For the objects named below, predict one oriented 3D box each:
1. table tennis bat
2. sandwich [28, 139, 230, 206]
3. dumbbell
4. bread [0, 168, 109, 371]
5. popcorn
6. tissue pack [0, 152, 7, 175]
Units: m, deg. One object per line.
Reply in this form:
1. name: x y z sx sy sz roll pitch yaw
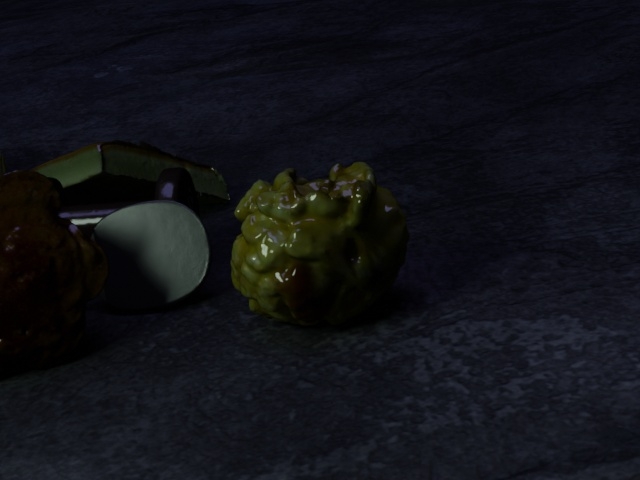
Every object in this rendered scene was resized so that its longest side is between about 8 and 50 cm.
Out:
1. table tennis bat: -0.257 0.029 1.590 0.246 0.138 0.022 -13 -12 6
2. sandwich: -0.293 -0.080 1.852 0.212 0.063 0.245 -15 -19 38
3. dumbbell: -0.276 -0.022 1.681 0.225 0.140 0.124 -3 43 6
4. bread: -0.375 0.051 1.458 0.246 0.232 0.135 -37 19 -8
5. popcorn: -0.002 0.001 1.479 0.218 0.189 0.169 -21 30 -25
6. tissue pack: -0.548 -0.099 1.956 0.082 0.120 0.169 -18 24 -30
